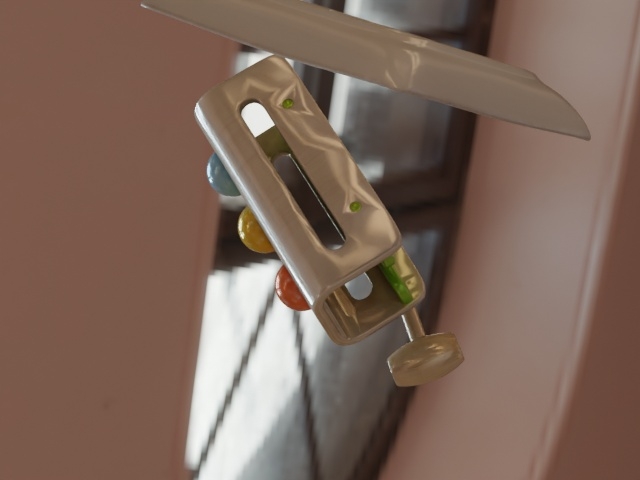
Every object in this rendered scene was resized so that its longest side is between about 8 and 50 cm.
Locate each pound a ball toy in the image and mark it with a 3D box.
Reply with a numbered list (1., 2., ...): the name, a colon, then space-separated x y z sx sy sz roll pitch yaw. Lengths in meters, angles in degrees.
1. pound a ball toy: 0.000 0.000 1.946 0.135 0.208 0.319 -31 -120 -1

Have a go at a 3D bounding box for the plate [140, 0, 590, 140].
1. plate: 0.043 -0.150 1.531 0.278 0.045 0.277 22 -171 38
